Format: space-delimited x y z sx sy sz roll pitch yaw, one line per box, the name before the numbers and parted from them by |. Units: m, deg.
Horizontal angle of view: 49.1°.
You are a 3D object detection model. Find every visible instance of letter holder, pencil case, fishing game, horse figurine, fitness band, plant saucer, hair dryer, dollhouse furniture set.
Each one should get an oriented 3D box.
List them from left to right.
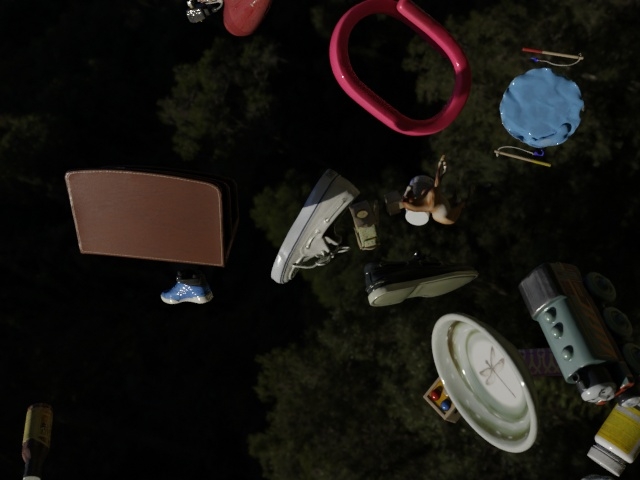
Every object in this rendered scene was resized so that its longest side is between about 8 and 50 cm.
letter holder | -0.329 -0.087 1.411 0.152 0.302 0.214 -81 -5 -50
hair dryer | -0.206 -0.502 1.414 0.080 0.294 0.223 -68 -28 -18
dollhouse furniture set | 0.188 -0.036 2.113 0.182 0.161 0.101 72 179 -51
fitness band | 0.153 -0.329 1.333 0.209 0.291 0.054 -56 16 -2
horse figurine | 0.338 -0.116 1.943 0.066 0.263 0.174 21 80 45
plant saucer | 0.458 0.361 1.869 0.101 0.400 0.400 -23 -19 -21
fishing game | 0.518 -0.311 1.637 0.041 0.189 0.264 -41 -39 -65
pencil case | 0.624 0.344 1.956 0.086 0.206 0.088 64 -155 -45

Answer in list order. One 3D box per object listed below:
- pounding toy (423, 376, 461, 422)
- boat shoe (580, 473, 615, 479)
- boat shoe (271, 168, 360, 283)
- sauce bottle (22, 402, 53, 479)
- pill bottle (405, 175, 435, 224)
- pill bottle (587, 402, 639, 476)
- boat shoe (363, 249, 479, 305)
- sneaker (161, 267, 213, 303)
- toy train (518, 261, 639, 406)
pounding toy | 0.404 0.474 2.218 0.141 0.100 0.130 -54 46 8
boat shoe | 0.681 0.733 1.693 0.103 0.118 0.320 92 -174 -73
boat shoe | 0.004 -0.004 1.863 0.367 0.156 0.136 -60 -7 25
sauce bottle | -0.445 0.318 1.101 0.128 0.042 0.042 -105 27 -43
pill bottle | 0.286 -0.114 2.011 0.078 0.078 0.137 112 176 -50
pill bottle | 0.860 0.554 1.994 0.208 0.119 0.119 -54 0 -5
boat shoe | 0.248 0.079 1.753 0.113 0.340 0.127 68 150 23
sneaker | -0.329 0.104 1.679 0.058 0.152 0.084 -35 -63 -49
toy train | 0.546 0.190 1.462 0.142 0.190 0.334 -53 39 42
